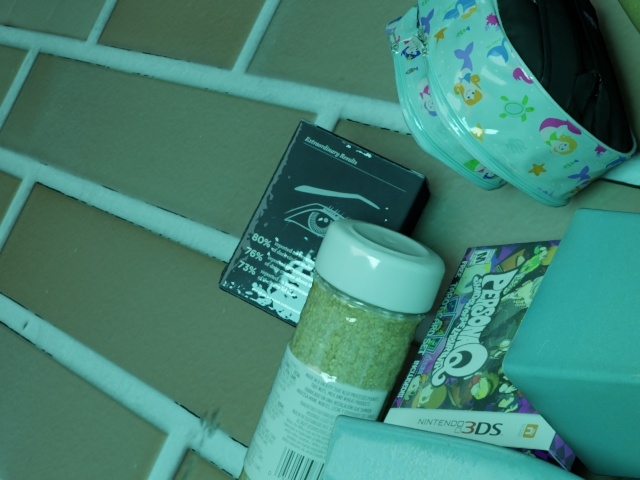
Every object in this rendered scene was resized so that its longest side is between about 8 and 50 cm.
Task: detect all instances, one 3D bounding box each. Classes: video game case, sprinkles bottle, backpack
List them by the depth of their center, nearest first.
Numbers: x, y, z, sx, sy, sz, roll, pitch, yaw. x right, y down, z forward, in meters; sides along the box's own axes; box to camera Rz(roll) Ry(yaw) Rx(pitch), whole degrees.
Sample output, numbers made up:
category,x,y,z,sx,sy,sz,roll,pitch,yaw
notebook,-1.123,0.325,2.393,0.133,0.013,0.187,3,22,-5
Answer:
category,x,y,z,sx,sy,sz,roll,pitch,yaw
video game case,0.179,0.100,1.148,0.210,0.042,0.232,-5,48,49
backpack,0.187,-0.156,1.200,0.191,0.225,0.253,-40,42,26
sprinkles bottle,0.006,0.160,1.223,0.121,0.121,0.355,38,113,51

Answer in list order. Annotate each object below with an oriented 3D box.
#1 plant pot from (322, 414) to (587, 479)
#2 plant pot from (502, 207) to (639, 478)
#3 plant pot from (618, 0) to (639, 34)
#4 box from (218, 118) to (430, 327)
category,x,y,z,sx,sy,sz,roll,pitch,yaw
plant pot,0.151,0.295,0.973,0.252,0.247,0.248,0,67,28
plant pot,0.300,0.087,0.949,0.234,0.165,0.166,1,53,48
plant pot,0.369,-0.217,1.071,0.237,0.237,0.254,-27,66,35
box,0.008,-0.003,1.343,0.153,0.108,0.207,27,87,11
